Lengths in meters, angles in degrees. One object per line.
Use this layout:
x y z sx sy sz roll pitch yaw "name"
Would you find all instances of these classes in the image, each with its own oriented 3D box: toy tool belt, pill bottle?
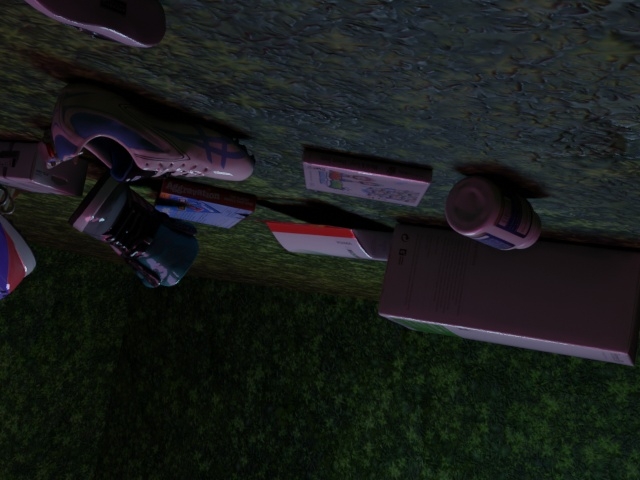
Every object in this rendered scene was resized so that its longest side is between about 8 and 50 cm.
-0.323 -0.119 1.136 0.051 0.052 0.083 -21 -170 -24 "toy tool belt"
0.197 -0.027 1.005 0.067 0.067 0.120 4 171 41 "pill bottle"

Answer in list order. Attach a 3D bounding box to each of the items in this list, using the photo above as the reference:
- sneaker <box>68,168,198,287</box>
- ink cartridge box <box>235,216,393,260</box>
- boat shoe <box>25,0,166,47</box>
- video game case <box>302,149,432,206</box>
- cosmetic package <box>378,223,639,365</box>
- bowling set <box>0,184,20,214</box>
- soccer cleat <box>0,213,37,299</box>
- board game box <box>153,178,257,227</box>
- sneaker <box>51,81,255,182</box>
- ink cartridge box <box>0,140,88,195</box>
-0.276 -0.008 1.384 0.178 0.123 0.295 37 177 -3 "sneaker"
0.000 0.000 1.459 0.181 0.056 0.225 5 -179 39 "ink cartridge box"
-0.155 -0.154 0.570 0.040 0.049 0.142 7 174 29 "boat shoe"
0.052 -0.071 1.059 0.143 0.019 0.157 10 173 2 "video game case"
0.298 0.081 1.379 0.366 0.155 0.197 8 170 24 "cosmetic package"
-0.584 -0.058 1.527 0.287 0.154 0.200 7 172 28 "bowling set"
-0.533 -0.036 1.294 0.109 0.116 0.318 6 137 33 "soccer cleat"
-0.199 -0.058 1.495 0.145 0.027 0.281 10 173 -13 "board game box"
-0.171 -0.092 0.942 0.237 0.086 0.085 15 170 -42 "sneaker"
-0.421 -0.105 1.312 0.135 0.056 0.099 6 172 33 "ink cartridge box"
